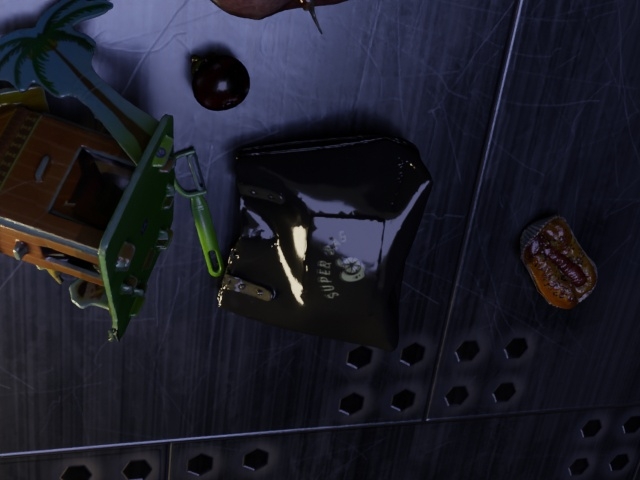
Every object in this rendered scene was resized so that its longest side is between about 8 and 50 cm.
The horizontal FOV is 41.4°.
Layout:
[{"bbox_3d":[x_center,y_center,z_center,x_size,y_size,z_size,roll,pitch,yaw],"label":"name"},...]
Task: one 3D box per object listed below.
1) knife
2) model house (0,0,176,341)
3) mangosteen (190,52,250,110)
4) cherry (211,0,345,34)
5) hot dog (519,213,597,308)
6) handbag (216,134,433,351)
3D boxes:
[{"bbox_3d":[-0.183,-0.033,1.246,0.054,0.015,0.212,-17,121,-8],"label":"knife"},{"bbox_3d":[-0.344,-0.106,1.098,0.323,0.340,0.300,19,153,-1],"label":"model house"},{"bbox_3d":[-0.133,-0.213,1.133,0.081,0.081,0.081,-8,119,-14],"label":"mangosteen"},{"bbox_3d":[-0.046,-0.392,0.987,0.261,0.221,0.307,-17,108,-18],"label":"cherry"},{"bbox_3d":[0.408,0.041,1.455,0.108,0.059,0.191,-41,119,1],"label":"hot dog"},{"bbox_3d":[0.000,0.000,1.257,0.288,0.152,0.342,5,114,-8],"label":"handbag"}]
